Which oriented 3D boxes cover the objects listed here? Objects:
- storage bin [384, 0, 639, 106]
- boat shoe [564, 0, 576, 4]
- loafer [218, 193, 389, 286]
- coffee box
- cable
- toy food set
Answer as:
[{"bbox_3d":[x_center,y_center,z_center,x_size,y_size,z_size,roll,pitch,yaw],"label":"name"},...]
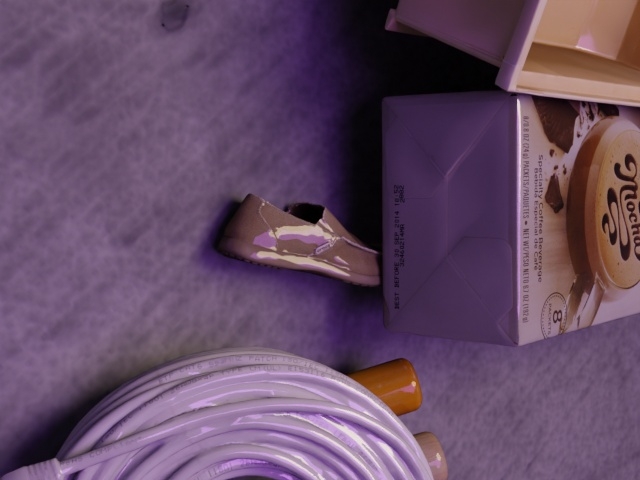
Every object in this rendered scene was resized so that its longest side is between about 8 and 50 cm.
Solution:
[{"bbox_3d":[0.203,-0.233,0.738,0.260,0.123,0.262,-1,115,-44],"label":"storage bin"},{"bbox_3d":[0.107,-0.230,0.824,0.226,0.076,0.083,12,86,-37],"label":"boat shoe"},{"bbox_3d":[0.000,0.000,0.776,0.148,0.056,0.050,10,94,-38],"label":"loafer"},{"bbox_3d":[0.183,-0.026,0.843,0.297,0.119,0.168,-7,98,-47],"label":"coffee box"},{"bbox_3d":[-0.051,0.195,0.680,0.257,0.089,0.257,-30,98,-12],"label":"cable"},{"bbox_3d":[0.045,0.213,0.806,0.105,0.111,0.232,-16,116,-6],"label":"toy food set"}]
